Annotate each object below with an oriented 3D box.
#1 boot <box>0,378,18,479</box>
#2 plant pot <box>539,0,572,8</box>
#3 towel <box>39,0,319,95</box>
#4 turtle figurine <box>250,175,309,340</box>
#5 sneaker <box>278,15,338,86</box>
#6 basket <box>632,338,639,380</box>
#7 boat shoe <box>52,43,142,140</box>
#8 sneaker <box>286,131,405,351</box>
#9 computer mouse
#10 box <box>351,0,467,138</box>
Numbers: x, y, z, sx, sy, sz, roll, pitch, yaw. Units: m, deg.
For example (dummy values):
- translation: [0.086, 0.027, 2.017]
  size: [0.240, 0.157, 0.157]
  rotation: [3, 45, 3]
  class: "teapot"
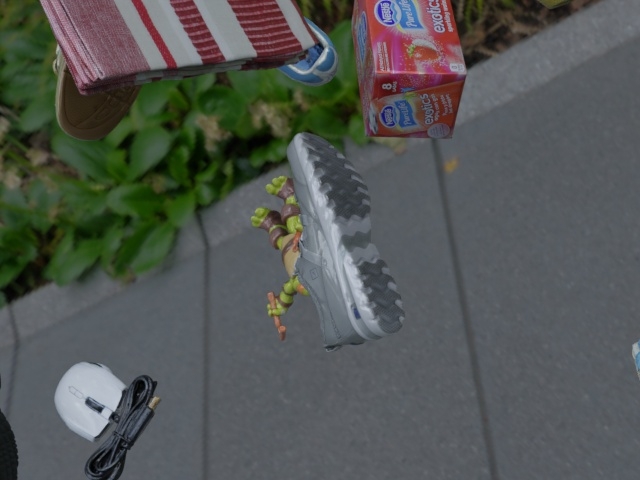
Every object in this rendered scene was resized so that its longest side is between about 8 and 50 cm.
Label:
- translation: [-0.415, 0.192, 1.175]
  size: [0.161, 0.247, 0.083]
  rotation: [10, 20, 29]
  class: "boot"
- translation: [0.372, -0.419, 1.708]
  size: [0.134, 0.134, 0.095]
  rotation: [-21, 91, 27]
  class: "plant pot"
- translation: [-0.149, -0.252, 0.988]
  size: [0.037, 0.329, 0.237]
  rotation: [-32, 84, 34]
  class: "towel"
- translation: [-0.034, 0.004, 1.671]
  size: [0.270, 0.087, 0.217]
  rotation: [106, 153, -43]
  class: "turtle figurine"
- translation: [-0.077, -0.287, 1.433]
  size: [0.237, 0.086, 0.085]
  rotation: [32, 77, 5]
  class: "sneaker"
- translation: [0.611, 0.175, 1.560]
  size: [0.289, 0.255, 0.201]
  rotation: [-27, 26, 22]
  class: "basket"
- translation: [-0.271, -0.256, 1.377]
  size: [0.089, 0.104, 0.285]
  rotation: [-9, 64, 58]
  class: "boat shoe"
- translation: [0.000, 0.000, 1.314]
  size: [0.115, 0.105, 0.281]
  rotation: [-31, 63, 32]
  class: "sneaker"
- translation: [-0.224, 0.162, 1.078]
  size: [0.193, 0.042, 0.106]
  rotation: [15, 74, 57]
  class: "computer mouse"
- translation: [0.120, -0.272, 1.553]
  size: [0.128, 0.123, 0.257]
  rotation: [0, 48, -5]
  class: "box"
